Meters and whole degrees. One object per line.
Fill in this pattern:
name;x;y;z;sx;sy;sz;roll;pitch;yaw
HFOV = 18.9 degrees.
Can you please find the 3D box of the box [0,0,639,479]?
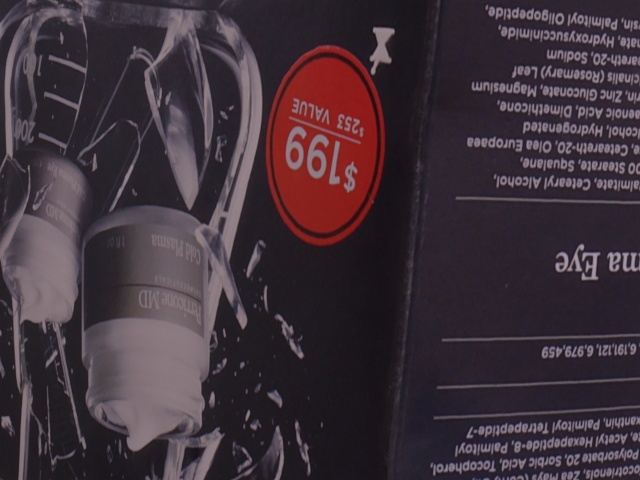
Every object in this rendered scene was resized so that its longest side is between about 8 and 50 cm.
box;0.000;0.000;0.795;0.343;0.179;0.313;14;-78;54
